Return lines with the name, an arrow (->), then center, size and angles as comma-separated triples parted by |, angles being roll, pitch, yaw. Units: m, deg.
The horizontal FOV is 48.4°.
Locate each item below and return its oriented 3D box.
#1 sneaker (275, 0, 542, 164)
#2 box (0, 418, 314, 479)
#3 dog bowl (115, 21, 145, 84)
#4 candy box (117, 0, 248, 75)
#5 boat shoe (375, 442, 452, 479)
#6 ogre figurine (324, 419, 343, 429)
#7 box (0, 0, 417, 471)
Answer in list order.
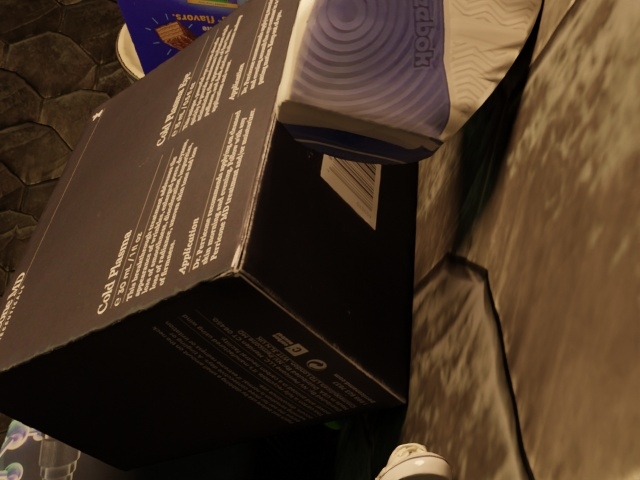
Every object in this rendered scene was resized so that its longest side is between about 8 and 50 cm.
sneaker -> 0.073, -0.186, 0.487 | 0.182, 0.127, 0.316 | 109, 179, -78
box -> -0.168, 0.190, 0.852 | 0.212, 0.293, 0.396 | 68, -154, -56
dog bowl -> -0.096, -0.275, 1.105 | 0.408, 0.407, 0.150 | -82, -11, -45
candy box -> -0.058, -0.237, 0.725 | 0.317, 0.268, 0.122 | 82, -164, -51
boat shoe -> 0.048, 0.128, 0.389 | 0.100, 0.035, 0.035 | 99, 178, -55
ogre figurine -> 0.001, 0.104, 0.657 | 0.197, 0.097, 0.118 | -28, 26, 40
box -> -0.092, -0.015, 0.622 | 0.312, 0.179, 0.343 | -22, 42, 33
